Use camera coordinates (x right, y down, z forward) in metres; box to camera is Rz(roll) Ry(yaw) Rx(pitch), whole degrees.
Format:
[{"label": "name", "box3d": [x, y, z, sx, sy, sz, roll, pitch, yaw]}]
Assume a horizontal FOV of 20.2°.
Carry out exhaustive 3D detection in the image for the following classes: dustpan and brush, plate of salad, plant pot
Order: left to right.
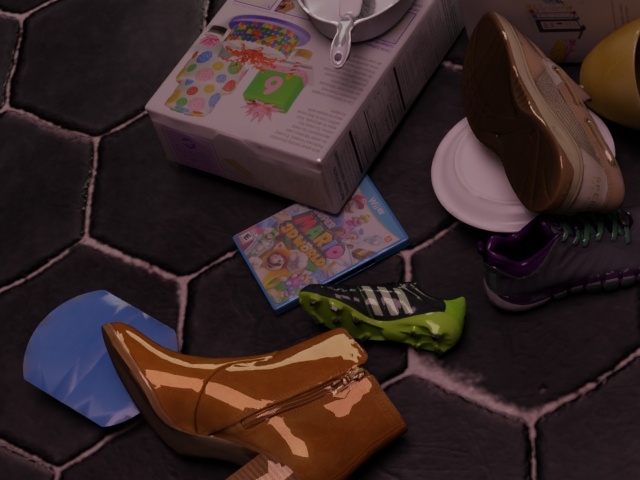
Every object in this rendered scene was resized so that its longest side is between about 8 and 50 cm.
[{"label": "dustpan and brush", "box3d": [0.034, -0.250, 1.991, 0.147, 0.060, 0.211, -2, 51, 13]}, {"label": "plate of salad", "box3d": [0.219, -0.079, 1.947, 0.200, 0.048, 0.199, -10, 47, 10]}, {"label": "plant pot", "box3d": [0.338, -0.177, 1.947, 0.095, 0.134, 0.134, -3, 50, 44]}]

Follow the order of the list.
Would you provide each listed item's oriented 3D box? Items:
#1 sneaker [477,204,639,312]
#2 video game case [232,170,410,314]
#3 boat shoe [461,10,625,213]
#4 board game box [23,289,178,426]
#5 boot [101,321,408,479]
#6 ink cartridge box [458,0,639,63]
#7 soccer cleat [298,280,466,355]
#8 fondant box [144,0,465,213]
[{"label": "sneaker", "box3d": [0.271, 0.002, 1.842, 0.224, 0.098, 0.083, -21, 52, 1]}, {"label": "video game case", "box3d": [0.000, 0.000, 1.976, 0.166, 0.015, 0.119, -28, 52, -5]}, {"label": "boat shoe", "box3d": [0.232, -0.132, 1.899, 0.098, 0.109, 0.302, 8, 36, -24]}, {"label": "board game box", "box3d": [-0.232, 0.131, 1.939, 0.169, 0.033, 0.133, 28, 65, 23]}, {"label": "boot", "box3d": [-0.067, 0.145, 1.839, 0.211, 0.104, 0.295, -35, 63, -17]}, {"label": "ink cartridge box", "box3d": [0.282, -0.313, 2.024, 0.233, 0.168, 0.171, 1, 55, 17]}, {"label": "soccer cleat", "box3d": [0.066, 0.071, 1.884, 0.179, 0.060, 0.072, 13, 50, 17]}, {"label": "fondant box", "box3d": [-0.009, -0.207, 2.070, 0.238, 0.096, 0.330, 19, 57, 27]}]
